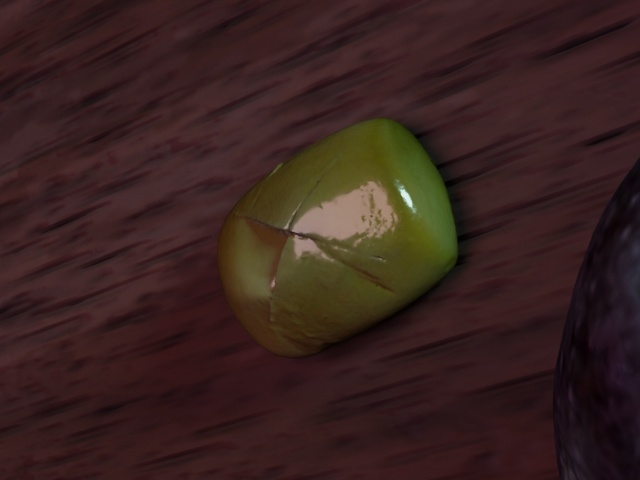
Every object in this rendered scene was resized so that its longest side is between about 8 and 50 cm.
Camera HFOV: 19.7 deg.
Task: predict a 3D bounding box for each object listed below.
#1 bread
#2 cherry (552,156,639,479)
[{"bbox_3d":[0.000,0.000,0.771,0.115,0.056,0.082,-28,72,40],"label":"bread"},{"bbox_3d":[0.156,0.047,0.541,0.195,0.195,0.195,1,91,43],"label":"cherry"}]
